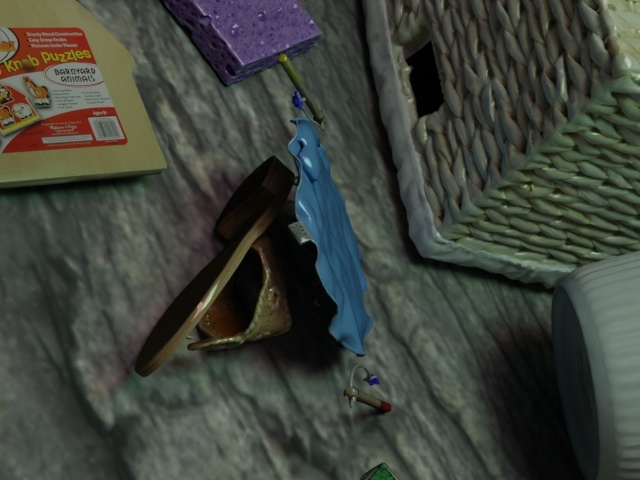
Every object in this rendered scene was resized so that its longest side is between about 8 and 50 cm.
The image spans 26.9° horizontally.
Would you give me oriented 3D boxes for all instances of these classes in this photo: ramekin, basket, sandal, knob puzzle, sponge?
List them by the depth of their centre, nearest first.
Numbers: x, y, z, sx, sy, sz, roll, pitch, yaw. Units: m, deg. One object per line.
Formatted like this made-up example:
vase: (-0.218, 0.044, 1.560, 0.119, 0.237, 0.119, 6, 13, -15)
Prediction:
sandal: (-0.048, 0.032, 0.963, 0.079, 0.088, 0.240, 41, 37, -14)
knob puzzle: (-0.221, -0.122, 0.972, 0.213, 0.030, 0.213, 20, 51, -26)
ramekin: (0.255, 0.106, 1.067, 0.109, 0.207, 0.207, -8, 60, 0)
sponge: (-0.100, -0.237, 1.147, 0.210, 0.031, 0.117, 52, 44, 5)
basket: (0.254, -0.151, 1.200, 0.331, 0.266, 0.328, 13, 53, -33)

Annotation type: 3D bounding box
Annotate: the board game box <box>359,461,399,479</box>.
board game box: (0.088, 0.293, 0.927, 0.260, 0.030, 0.136, 50, 46, 2)

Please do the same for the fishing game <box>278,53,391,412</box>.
fishing game: (0.000, 0.000, 0.991, 0.189, 0.041, 0.264, 41, 35, -73)
